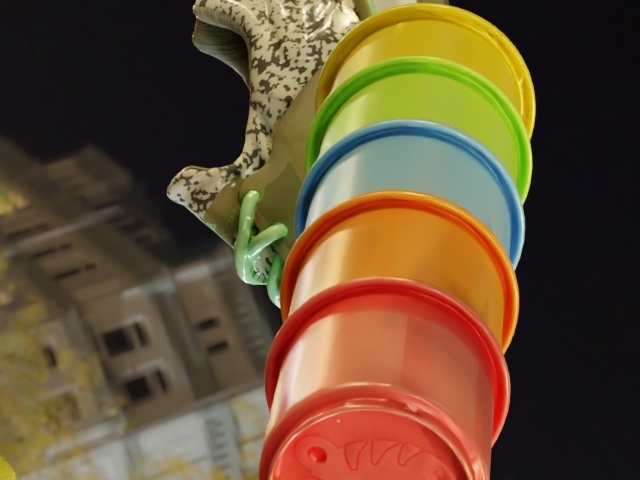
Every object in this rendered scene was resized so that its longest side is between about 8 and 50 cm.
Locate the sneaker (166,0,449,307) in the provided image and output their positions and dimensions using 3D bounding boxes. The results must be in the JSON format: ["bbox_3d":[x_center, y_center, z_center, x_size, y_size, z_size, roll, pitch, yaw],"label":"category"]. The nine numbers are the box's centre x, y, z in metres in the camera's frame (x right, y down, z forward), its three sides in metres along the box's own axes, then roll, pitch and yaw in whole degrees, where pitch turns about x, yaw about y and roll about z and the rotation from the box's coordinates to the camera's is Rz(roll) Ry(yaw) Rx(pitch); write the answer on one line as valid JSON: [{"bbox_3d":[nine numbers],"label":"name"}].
[{"bbox_3d":[0.000,0.000,1.092,0.158,0.182,0.410,96,-12,-60],"label":"sneaker"}]

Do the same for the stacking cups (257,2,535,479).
[{"bbox_3d":[0.036,0.006,0.624,0.316,0.096,0.096,-83,166,-66],"label":"stacking cups"}]

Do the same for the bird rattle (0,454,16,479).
[{"bbox_3d":[-0.218,0.025,0.587,0.207,0.143,0.253,26,31,-55],"label":"bird rattle"}]
